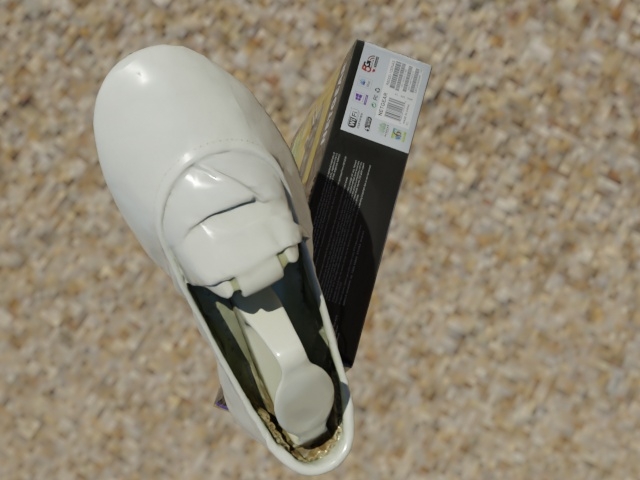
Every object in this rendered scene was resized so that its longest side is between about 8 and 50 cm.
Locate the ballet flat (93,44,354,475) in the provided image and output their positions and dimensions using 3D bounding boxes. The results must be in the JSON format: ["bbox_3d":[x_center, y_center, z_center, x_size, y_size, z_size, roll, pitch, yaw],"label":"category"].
[{"bbox_3d":[-0.050,0.029,1.454,0.139,0.139,0.400,7,137,29],"label":"ballet flat"}]

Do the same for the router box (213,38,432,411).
[{"bbox_3d":[0.000,0.000,1.796,0.081,0.309,0.243,19,157,-8],"label":"router box"}]
